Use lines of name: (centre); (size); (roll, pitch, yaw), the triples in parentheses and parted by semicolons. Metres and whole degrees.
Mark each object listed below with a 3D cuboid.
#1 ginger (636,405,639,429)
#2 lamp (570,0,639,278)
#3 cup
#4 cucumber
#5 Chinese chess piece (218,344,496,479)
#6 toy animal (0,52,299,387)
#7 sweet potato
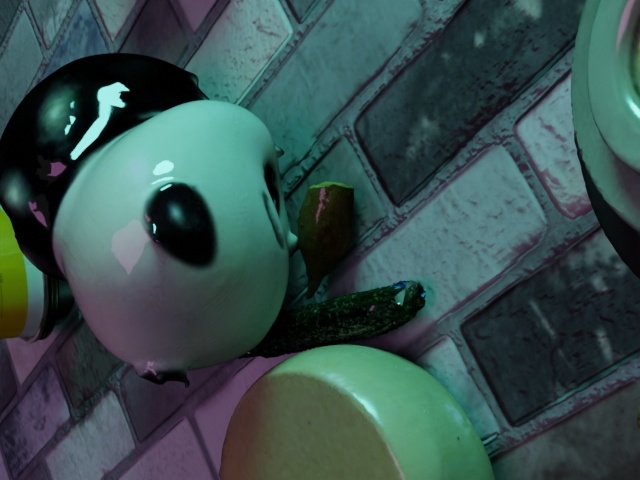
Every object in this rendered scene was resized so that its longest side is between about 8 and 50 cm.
ginger: (0.237, 0.108, 0.588); (0.097, 0.030, 0.048); (-46, 61, 44)
lamp: (0.246, -0.055, 0.372); (0.374, 0.272, 0.205); (41, 126, 37)
cup: (-0.465, 0.051, 1.187); (0.196, 0.280, 0.196); (18, 113, 51)
cucumber: (-0.002, 0.076, 0.841); (0.257, 0.043, 0.044); (-18, 106, 46)
Chinese chess piece: (0.026, 0.221, 0.789); (0.273, 0.102, 0.273); (7, 99, 48)
toy animal: (-0.153, -0.019, 0.852); (0.310, 0.251, 0.250); (45, 128, 49)
sweet potato: (0.000, 0.000, 0.825); (0.049, 0.049, 0.117); (32, 118, 41)
